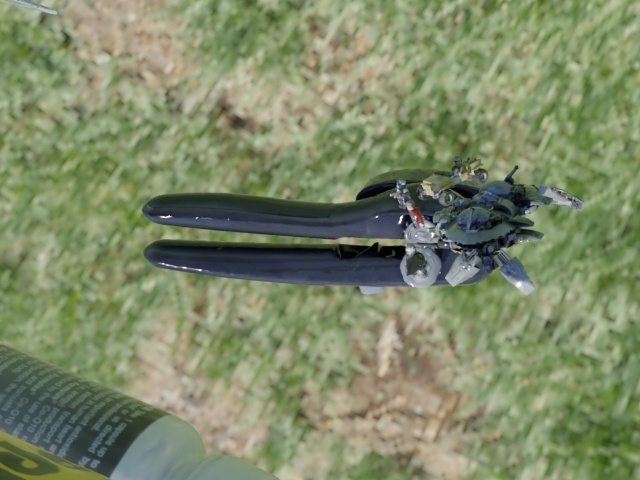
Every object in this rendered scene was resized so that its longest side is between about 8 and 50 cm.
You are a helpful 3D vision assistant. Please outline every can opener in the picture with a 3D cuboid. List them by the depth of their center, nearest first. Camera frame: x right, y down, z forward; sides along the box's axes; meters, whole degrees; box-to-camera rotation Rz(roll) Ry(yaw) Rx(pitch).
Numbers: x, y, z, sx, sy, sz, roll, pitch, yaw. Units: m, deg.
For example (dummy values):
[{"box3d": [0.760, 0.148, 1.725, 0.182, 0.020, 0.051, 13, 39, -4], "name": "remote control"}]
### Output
[{"box3d": [0.000, 0.000, 0.892, 0.186, 0.073, 0.059, -4, 104, 3], "name": "can opener"}]

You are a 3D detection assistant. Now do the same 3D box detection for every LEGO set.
[{"box3d": [0.044, -0.010, 0.510, 0.083, 0.054, 0.023, 27, 138, 54], "name": "LEGO set"}]

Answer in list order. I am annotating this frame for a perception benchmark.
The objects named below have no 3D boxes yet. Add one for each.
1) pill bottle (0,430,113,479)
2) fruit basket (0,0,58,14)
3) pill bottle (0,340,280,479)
[{"box3d": [-0.044, 0.109, 0.339, 0.208, 0.117, 0.117, 20, 144, 26], "name": "pill bottle"}, {"box3d": [-0.321, -0.141, 0.659, 0.327, 0.165, 0.353, 6, 174, 21], "name": "fruit basket"}, {"box3d": [-0.182, 0.178, 1.225, 0.283, 0.161, 0.161, 21, 143, 17], "name": "pill bottle"}]
